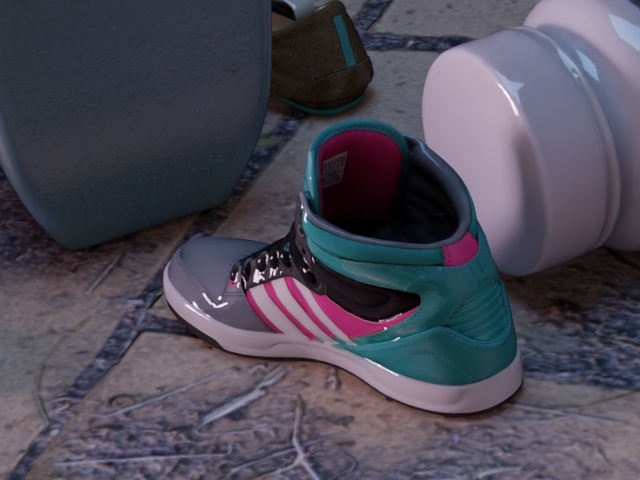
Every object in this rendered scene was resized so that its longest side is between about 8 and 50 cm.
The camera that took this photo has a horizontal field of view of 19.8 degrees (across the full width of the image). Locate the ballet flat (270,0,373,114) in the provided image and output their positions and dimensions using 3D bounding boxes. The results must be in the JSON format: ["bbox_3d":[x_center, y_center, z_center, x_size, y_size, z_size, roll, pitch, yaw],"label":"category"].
[{"bbox_3d":[-0.090,-0.214,1.700,0.116,0.124,0.342,-30,36,-33],"label":"ballet flat"}]

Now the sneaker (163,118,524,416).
[{"bbox_3d":[0.000,0.000,1.256,0.295,0.178,0.124,15,37,34],"label":"sneaker"}]

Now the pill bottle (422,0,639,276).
[{"bbox_3d":[0.271,-0.112,1.359,0.361,0.204,0.204,-20,32,-20],"label":"pill bottle"}]

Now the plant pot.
[{"bbox_3d":[-0.180,-0.142,1.470,0.247,0.252,0.248,-18,31,-18],"label":"plant pot"}]
